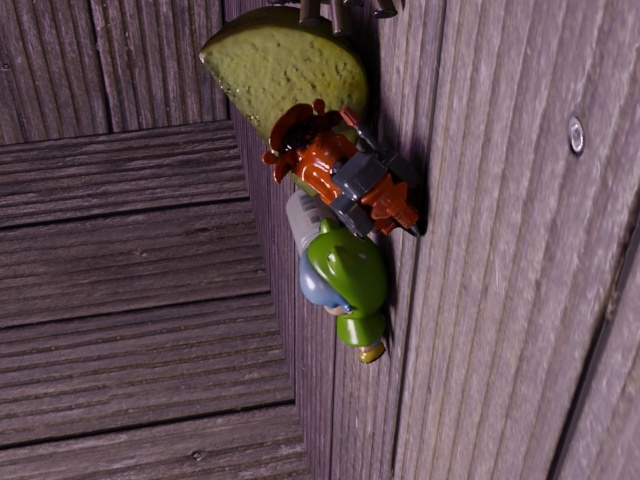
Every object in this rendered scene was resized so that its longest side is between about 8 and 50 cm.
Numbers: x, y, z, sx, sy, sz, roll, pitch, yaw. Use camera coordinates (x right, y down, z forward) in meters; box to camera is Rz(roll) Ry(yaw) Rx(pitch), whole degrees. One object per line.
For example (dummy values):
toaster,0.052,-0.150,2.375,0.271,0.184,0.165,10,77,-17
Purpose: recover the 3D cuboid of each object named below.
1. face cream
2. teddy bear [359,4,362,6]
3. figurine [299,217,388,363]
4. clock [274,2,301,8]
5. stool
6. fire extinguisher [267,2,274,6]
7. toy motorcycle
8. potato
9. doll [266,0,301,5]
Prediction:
face cream,0.000,0.000,2.126,0.251,0.101,0.101,-108,14,-50
teddy bear,0.000,-0.472,1.673,0.133,0.111,0.213,123,141,-83
figurine,0.052,0.087,1.784,0.162,0.143,0.263,-98,-11,-53
clock,-0.069,-0.615,2.005,0.295,0.113,0.322,121,139,-76
stool,0.030,-0.369,1.415,0.228,0.153,0.139,126,136,-78
fire extinguisher,-0.065,-0.396,2.264,0.138,0.102,0.344,22,125,42
toy motorcycle,0.034,-0.101,1.562,0.221,0.148,0.326,44,176,-22
potato,-0.021,-0.289,1.756,0.330,0.213,0.280,53,-160,-32
doll,-0.043,-0.499,1.778,0.105,0.115,0.221,68,-136,-82
